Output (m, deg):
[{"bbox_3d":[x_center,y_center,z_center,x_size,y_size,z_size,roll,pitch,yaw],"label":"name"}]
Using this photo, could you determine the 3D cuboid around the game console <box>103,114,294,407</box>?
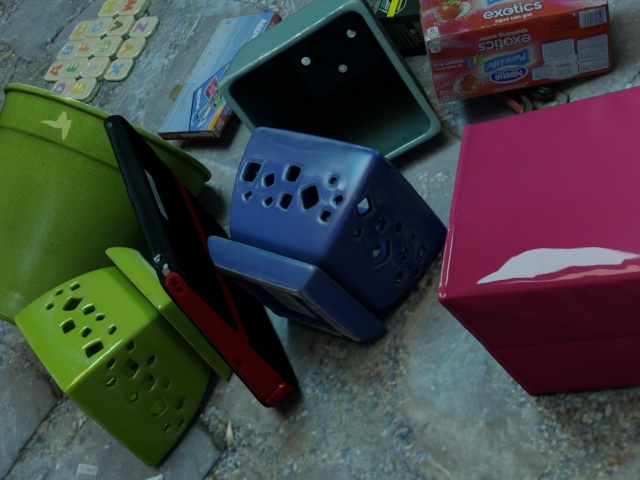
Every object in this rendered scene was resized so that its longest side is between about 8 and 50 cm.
[{"bbox_3d":[-0.177,0.032,1.553,0.060,0.342,0.386,-35,44,5],"label":"game console"}]

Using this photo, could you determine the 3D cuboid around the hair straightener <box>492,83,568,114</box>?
[{"bbox_3d":[0.293,-0.241,1.623,0.089,0.047,0.230,-42,43,3],"label":"hair straightener"}]

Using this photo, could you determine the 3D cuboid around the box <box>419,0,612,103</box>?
[{"bbox_3d":[0.278,-0.303,1.574,0.257,0.128,0.122,-10,48,10],"label":"box"}]

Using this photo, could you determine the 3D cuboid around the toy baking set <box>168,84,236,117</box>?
[{"bbox_3d":[-0.166,-0.297,2.033,0.256,0.030,0.196,-31,41,13],"label":"toy baking set"}]

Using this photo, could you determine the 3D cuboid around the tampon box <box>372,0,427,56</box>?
[{"bbox_3d":[0.186,-0.380,1.772,0.161,0.101,0.120,2,60,38],"label":"tampon box"}]

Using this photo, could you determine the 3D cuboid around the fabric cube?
[{"bbox_3d":[0.320,0.009,1.258,0.258,0.259,0.254,-12,53,33],"label":"fabric cube"}]

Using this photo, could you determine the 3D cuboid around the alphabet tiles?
[{"bbox_3d":[-0.477,-0.414,2.362,0.278,0.021,0.284,7,63,41],"label":"alphabet tiles"}]

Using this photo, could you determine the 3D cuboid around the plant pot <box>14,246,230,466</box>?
[{"bbox_3d":[-0.279,0.158,1.627,0.207,0.228,0.227,-43,42,-9],"label":"plant pot"}]

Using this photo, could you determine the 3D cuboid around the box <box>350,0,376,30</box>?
[{"bbox_3d":[0.120,-0.442,1.925,0.116,0.029,0.162,4,62,38],"label":"box"}]

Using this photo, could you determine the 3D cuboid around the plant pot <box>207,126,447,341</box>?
[{"bbox_3d":[0.000,0.000,1.523,0.236,0.236,0.212,17,73,39],"label":"plant pot"}]

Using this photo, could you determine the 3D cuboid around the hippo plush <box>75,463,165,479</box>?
[{"bbox_3d":[-0.400,0.424,1.496,0.237,0.234,0.294,7,81,53],"label":"hippo plush"}]

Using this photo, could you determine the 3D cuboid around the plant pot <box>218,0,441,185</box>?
[{"bbox_3d":[0.016,-0.258,1.719,0.248,0.247,0.252,-29,27,16],"label":"plant pot"}]

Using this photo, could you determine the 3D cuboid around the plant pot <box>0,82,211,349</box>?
[{"bbox_3d":[-0.415,-0.019,1.806,0.367,0.366,0.352,15,81,43],"label":"plant pot"}]

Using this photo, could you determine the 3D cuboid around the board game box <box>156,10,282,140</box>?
[{"bbox_3d":[-0.183,-0.302,2.005,0.145,0.027,0.281,2,57,42],"label":"board game box"}]
